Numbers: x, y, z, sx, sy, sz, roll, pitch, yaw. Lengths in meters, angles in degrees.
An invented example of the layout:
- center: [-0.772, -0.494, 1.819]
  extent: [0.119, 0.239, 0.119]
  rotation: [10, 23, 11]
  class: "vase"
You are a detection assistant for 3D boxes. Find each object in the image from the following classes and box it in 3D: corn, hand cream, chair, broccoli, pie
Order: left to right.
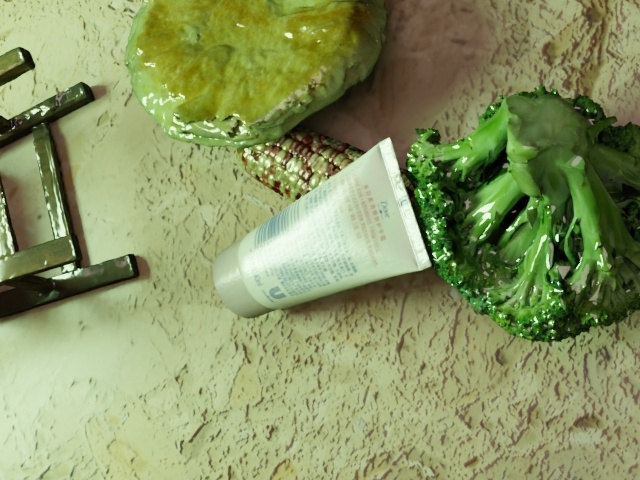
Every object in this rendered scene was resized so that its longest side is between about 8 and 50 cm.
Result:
- center: [-0.445, -0.014, 1.584]
  extent: [0.416, 0.203, 0.240]
  rotation: [-19, 81, 11]
  class: "chair"
- center: [-0.070, -0.217, 1.541]
  extent: [0.306, 0.071, 0.306]
  rotation: [-12, 57, 19]
  class: "pie"
- center: [0.000, 0.000, 1.458]
  extent: [0.248, 0.083, 0.133]
  rotation: [-23, 79, 38]
  class: "hand cream"
- center: [0.014, -0.063, 1.514]
  extent: [0.253, 0.086, 0.086]
  rotation: [25, 89, 19]
  class: "corn"
- center: [0.219, -0.035, 1.373]
  extent: [0.262, 0.241, 0.269]
  rotation: [-9, 49, -1]
  class: "broccoli"
